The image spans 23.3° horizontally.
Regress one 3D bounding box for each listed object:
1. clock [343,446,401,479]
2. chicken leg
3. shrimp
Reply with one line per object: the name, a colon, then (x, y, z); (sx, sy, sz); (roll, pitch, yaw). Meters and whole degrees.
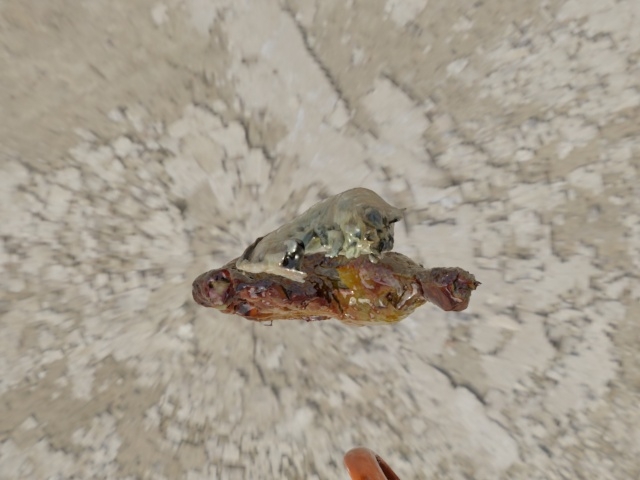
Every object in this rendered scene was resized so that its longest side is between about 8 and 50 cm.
clock: (0.090, 0.322, 1.749); (0.051, 0.205, 0.205); (-35, 91, 1)
chicken leg: (0.014, 0.047, 1.602); (0.322, 0.177, 0.083); (0, 86, 13)
shrimp: (0.000, 0.000, 1.158); (0.126, 0.223, 0.047); (-24, 98, -7)
